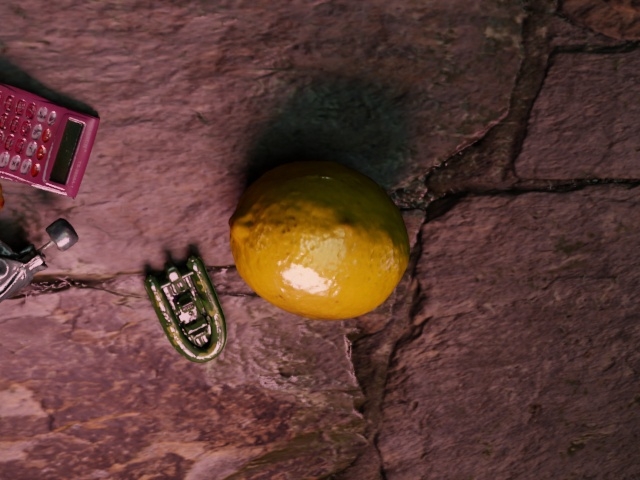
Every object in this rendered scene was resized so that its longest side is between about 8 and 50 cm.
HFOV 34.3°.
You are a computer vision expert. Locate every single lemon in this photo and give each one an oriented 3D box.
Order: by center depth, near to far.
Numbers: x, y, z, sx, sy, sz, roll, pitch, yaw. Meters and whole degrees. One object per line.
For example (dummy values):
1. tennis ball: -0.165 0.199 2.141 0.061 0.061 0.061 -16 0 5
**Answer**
1. lemon: -0.002 0.000 1.610 0.284 0.260 0.260 27 105 -9

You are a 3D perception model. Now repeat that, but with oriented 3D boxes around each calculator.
1. calculator: -0.401 -0.140 1.446 0.190 0.034 0.126 18 90 -46

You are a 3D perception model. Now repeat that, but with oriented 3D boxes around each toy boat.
1. toy boat: -0.214 0.115 1.695 0.104 0.052 0.210 -26 124 -13

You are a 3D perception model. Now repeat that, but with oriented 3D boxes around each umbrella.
1. umbrella: -0.507 0.073 1.493 0.349 0.143 0.094 -36 102 -4

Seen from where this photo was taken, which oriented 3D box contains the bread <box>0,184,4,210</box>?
1. bread: -0.555 -0.071 1.407 0.181 0.096 0.222 -43 126 -1
